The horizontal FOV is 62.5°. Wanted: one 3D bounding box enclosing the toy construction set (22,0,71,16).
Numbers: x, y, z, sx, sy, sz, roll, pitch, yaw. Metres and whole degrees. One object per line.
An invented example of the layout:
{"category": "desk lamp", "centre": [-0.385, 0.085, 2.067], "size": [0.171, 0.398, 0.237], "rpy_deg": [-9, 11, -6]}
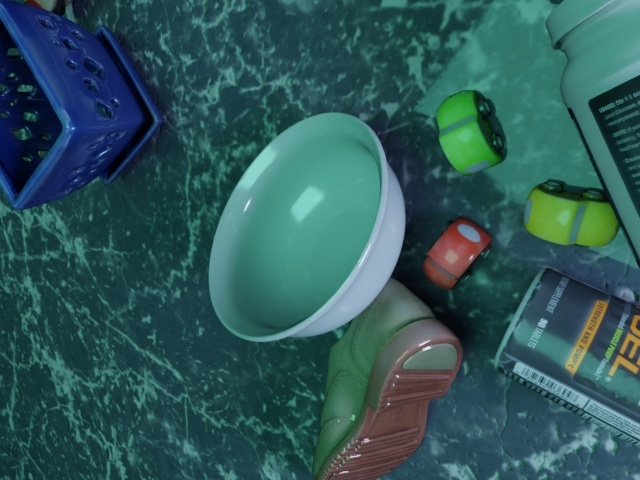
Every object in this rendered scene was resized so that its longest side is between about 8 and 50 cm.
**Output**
{"category": "toy construction set", "centre": [-0.438, -0.467, 0.773], "size": [0.237, 0.309, 0.257], "rpy_deg": [1, 112, 28]}

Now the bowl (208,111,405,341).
{"category": "bowl", "centre": [0.000, 0.000, 0.669], "size": [0.298, 0.134, 0.297], "rpy_deg": [-26, 50, 35]}

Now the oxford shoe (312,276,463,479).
{"category": "oxford shoe", "centre": [0.068, 0.223, 0.753], "size": [0.146, 0.141, 0.396], "rpy_deg": [60, 138, 44]}

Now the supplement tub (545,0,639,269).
{"category": "supplement tub", "centre": [0.321, -0.099, 0.428], "size": [0.191, 0.191, 0.272], "rpy_deg": [-24, 90, 36]}

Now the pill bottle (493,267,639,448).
{"category": "pill bottle", "centre": [0.318, 0.135, 0.537], "size": [0.246, 0.130, 0.130], "rpy_deg": [27, 117, 24]}

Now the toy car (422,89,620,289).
{"category": "toy car", "centre": [0.188, -0.064, 0.611], "size": [0.239, 0.053, 0.224], "rpy_deg": [-22, 91, 36]}

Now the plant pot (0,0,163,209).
{"category": "plant pot", "centre": [-0.414, -0.215, 0.867], "size": [0.236, 0.212, 0.236], "rpy_deg": [-35, 83, 34]}
